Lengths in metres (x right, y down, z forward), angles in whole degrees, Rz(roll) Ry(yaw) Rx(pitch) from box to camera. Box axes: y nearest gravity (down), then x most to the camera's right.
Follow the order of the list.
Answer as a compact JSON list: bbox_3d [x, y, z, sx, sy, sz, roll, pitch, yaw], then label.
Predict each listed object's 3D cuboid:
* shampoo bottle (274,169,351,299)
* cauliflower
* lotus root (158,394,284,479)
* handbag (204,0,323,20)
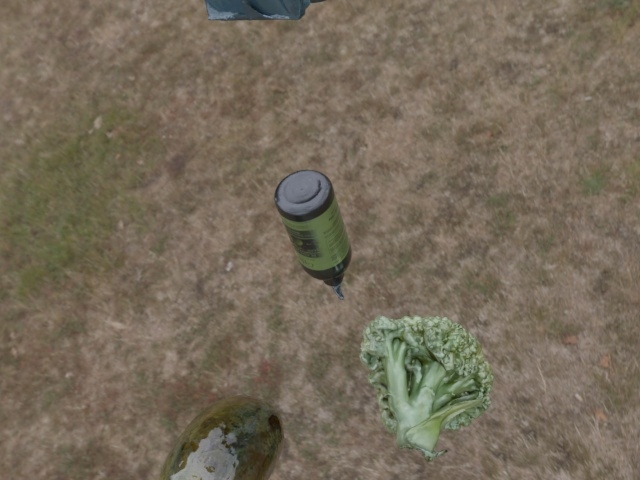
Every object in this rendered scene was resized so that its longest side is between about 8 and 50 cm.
[{"bbox_3d":[0.000,0.000,1.299,0.101,0.284,0.101,-8,51,10],"label":"shampoo bottle"},{"bbox_3d":[0.193,0.290,1.446,0.281,0.327,0.260,-49,11,-25],"label":"cauliflower"},{"bbox_3d":[-0.154,0.351,1.190,0.160,0.275,0.152,36,112,3],"label":"lotus root"},{"bbox_3d":[-0.086,-0.313,0.652,0.179,0.229,0.062,15,49,42],"label":"handbag"}]
